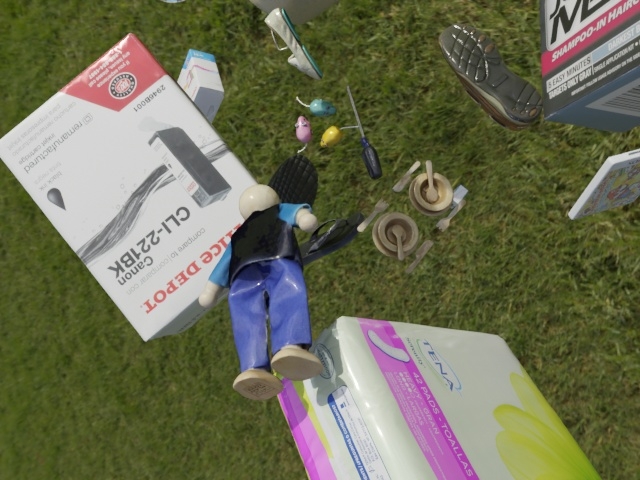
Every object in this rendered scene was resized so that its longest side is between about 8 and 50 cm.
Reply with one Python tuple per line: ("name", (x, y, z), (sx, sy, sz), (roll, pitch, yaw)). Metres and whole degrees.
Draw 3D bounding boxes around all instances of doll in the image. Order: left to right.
("doll", (-0.048, 0.026, 0.435), (0.129, 0.046, 0.189), (-33, 45, 25))

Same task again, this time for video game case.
("video game case", (0.766, -0.149, 1.388), (0.227, 0.206, 0.026), (96, 156, -56))

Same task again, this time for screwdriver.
("screwdriver", (0.061, -0.170, 0.852), (0.025, 0.024, 0.170), (-31, 66, 27))

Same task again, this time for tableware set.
("tableware set", (0.173, -0.052, 0.997), (0.128, 0.194, 0.039), (41, 164, 4))

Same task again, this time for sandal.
("sandal", (0.000, 0.001, 1.398), (0.254, 0.097, 0.055), (-31, 114, 12))

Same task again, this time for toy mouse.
("toy mouse", (-0.016, -0.277, 1.279), (0.161, 0.031, 0.143), (-33, 97, 26))

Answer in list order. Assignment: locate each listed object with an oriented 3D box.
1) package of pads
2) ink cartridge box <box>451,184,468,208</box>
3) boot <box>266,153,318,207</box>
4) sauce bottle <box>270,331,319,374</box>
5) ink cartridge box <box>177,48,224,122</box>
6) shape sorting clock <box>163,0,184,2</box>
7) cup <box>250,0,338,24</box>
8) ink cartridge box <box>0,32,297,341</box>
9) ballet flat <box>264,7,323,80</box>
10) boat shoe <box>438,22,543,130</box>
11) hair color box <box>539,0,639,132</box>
("package of pads", (0.117, 0.184, 0.473), (0.101, 0.296, 0.229), (-47, 50, 26))
("ink cartridge box", (0.370, -0.118, 1.499), (0.028, 0.083, 0.048), (39, 83, 4))
("boot", (-0.154, -0.043, 1.205), (0.222, 0.338, 0.118), (-5, 138, 47))
("sauce bottle", (-0.027, 0.208, 0.928), (0.344, 0.111, 0.112), (-167, 55, -76))
("ink cartridge box", (-0.227, -0.284, 1.026), (0.089, 0.052, 0.123), (-55, 43, 37))
("shape sorting clock", (-0.366, -0.696, 1.346), (0.206, 0.040, 0.207), (7, 108, 21))
("cup", (-0.051, -0.618, 1.180), (0.331, 0.331, 0.237), (43, 126, 11))
("ink cartridge box", (-0.185, -0.053, 0.619), (0.197, 0.114, 0.273), (-40, 86, 0))
("ballet flat", (-0.057, -0.402, 1.147), (0.052, 0.057, 0.168), (-28, 109, 16))
("boat shoe", (0.411, -0.398, 1.377), (0.122, 0.120, 0.324), (-34, 77, -8))
("hair color box", (0.316, -0.320, 0.539), (0.185, 0.113, 0.375), (150, 124, -72))
